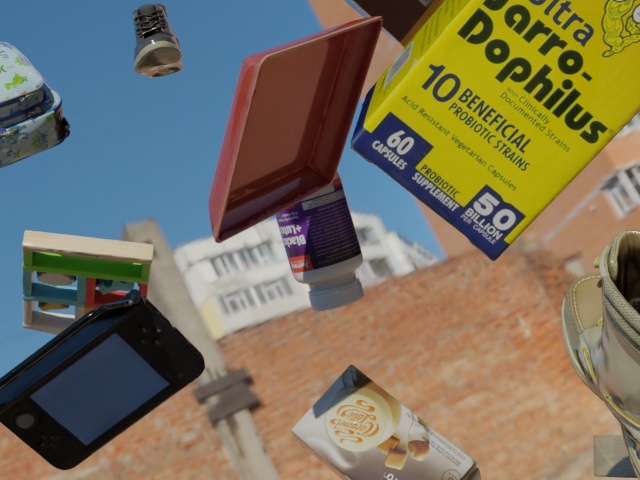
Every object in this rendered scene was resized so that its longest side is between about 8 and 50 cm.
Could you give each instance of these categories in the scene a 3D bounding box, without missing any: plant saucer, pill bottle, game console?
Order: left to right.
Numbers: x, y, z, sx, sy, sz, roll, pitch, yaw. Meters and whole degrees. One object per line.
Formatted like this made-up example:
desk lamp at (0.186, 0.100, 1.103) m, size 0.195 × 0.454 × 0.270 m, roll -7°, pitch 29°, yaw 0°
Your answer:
game console at (-0.142, 0.091, 0.690) m, size 0.122 × 0.071 × 0.107 m, roll -36°, pitch -62°, yaw 9°
plant saucer at (-0.040, -0.149, 1.451) m, size 0.259 × 0.048 × 0.258 m, roll -29°, pitch -35°, yaw -49°
pill bottle at (0.000, 0.000, 1.703) m, size 0.108 × 0.193 × 0.108 m, roll -16°, pitch 5°, yaw 2°

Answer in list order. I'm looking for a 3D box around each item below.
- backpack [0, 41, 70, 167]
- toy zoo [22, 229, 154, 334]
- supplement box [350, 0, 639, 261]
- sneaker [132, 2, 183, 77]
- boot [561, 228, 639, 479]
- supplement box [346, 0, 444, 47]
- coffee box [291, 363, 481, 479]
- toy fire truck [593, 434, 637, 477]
backpack at (-0.302, -0.120, 1.058) m, size 0.114 × 0.105 × 0.084 m, roll -31°, pitch -34°, yaw -22°
toy zoo at (-0.369, 0.087, 1.836) m, size 0.192 × 0.030 × 0.293 m, roll 7°, pitch -35°, yaw -9°
supplement box at (0.219, -0.192, 1.174) m, size 0.356 × 0.194 × 0.195 m, roll -49°, pitch 9°, yaw 21°
sneaker at (-0.284, -0.343, 1.949) m, size 0.083 × 0.118 × 0.222 m, roll -17°, pitch 2°, yaw -5°
boot at (0.216, 0.052, 0.803) m, size 0.077 × 0.213 × 0.165 m, roll -15°, pitch -52°, yaw 1°
supplement box at (0.091, -0.403, 1.582) m, size 0.191 × 0.129 × 0.194 m, roll -50°, pitch -37°, yaw 7°
coffee box at (0.098, 0.319, 1.741) m, size 0.141 × 0.246 × 0.098 m, roll -46°, pitch -28°, yaw -13°
toy fire truck at (0.310, 0.248, 1.045) m, size 0.246 × 0.158 × 0.217 m, roll 46°, pitch -116°, yaw -75°
